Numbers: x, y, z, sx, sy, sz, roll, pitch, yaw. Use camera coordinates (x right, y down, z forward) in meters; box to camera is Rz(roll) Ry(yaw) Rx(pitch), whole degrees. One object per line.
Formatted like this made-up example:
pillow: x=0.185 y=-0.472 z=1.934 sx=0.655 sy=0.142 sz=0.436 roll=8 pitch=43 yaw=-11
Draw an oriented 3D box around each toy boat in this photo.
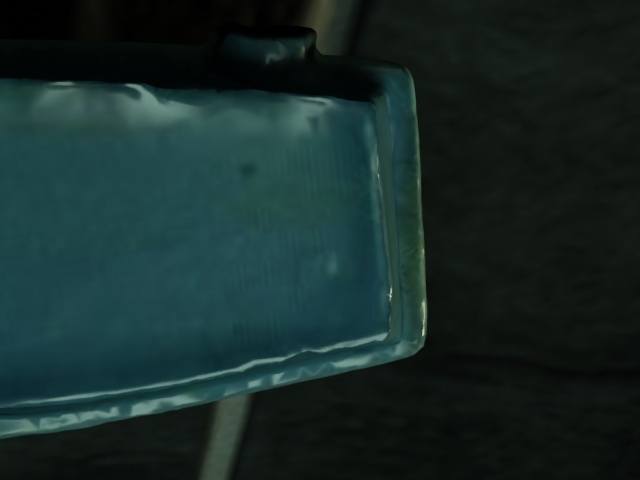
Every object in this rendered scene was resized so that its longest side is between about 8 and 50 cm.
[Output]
toy boat: x=-0.093 y=-0.004 z=0.481 sx=0.238 sy=0.098 sz=0.109 roll=-3 pitch=95 yaw=0
